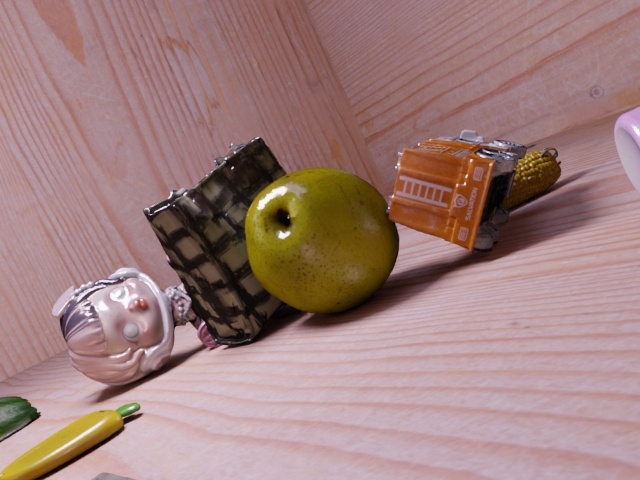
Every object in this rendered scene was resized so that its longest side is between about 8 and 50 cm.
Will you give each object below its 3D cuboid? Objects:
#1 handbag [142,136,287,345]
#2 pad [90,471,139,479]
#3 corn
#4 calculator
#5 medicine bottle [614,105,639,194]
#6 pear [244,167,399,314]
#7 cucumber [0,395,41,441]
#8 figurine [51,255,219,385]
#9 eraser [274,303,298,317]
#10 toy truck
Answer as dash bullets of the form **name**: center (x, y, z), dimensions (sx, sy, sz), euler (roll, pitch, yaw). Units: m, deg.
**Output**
- **handbag**: center (-0.159, -0.007, 1.438), dimensions (0.162, 0.327, 0.325), euler (-10, 27, 42)
- **pad**: center (-0.266, 0.307, 0.769), dimensions (0.159, 0.009, 0.265), euler (-28, 6, -38)
- **corn**: center (0.426, -0.119, 1.593), dimensions (0.293, 0.106, 0.106), euler (-29, 6, -17)
- **calculator**: center (-0.397, 0.320, 1.114), dimensions (0.234, 0.032, 0.146), euler (-29, 7, -37)
- **medicine bottle**: center (0.570, -0.160, 0.994), dimensions (0.254, 0.152, 0.152), euler (-24, 5, 8)
- **pear**: center (0.000, 0.000, 1.271), dimensions (0.294, 0.294, 0.294), euler (-24, 5, 2)
- **cucumber**: center (-0.764, 0.413, 1.504), dimensions (0.325, 0.105, 0.145), euler (-25, 3, -44)
- **figurine**: center (-0.376, 0.185, 1.525), dimensions (0.361, 0.253, 0.211), euler (-18, -41, -20)
- **eraser**: center (-0.085, 0.142, 1.546), dimensions (0.225, 0.036, 0.082), euler (-21, 4, 36)
- **toy truck**: center (0.262, -0.112, 1.332), dimensions (0.206, 0.173, 0.387), euler (16, 17, 17)
